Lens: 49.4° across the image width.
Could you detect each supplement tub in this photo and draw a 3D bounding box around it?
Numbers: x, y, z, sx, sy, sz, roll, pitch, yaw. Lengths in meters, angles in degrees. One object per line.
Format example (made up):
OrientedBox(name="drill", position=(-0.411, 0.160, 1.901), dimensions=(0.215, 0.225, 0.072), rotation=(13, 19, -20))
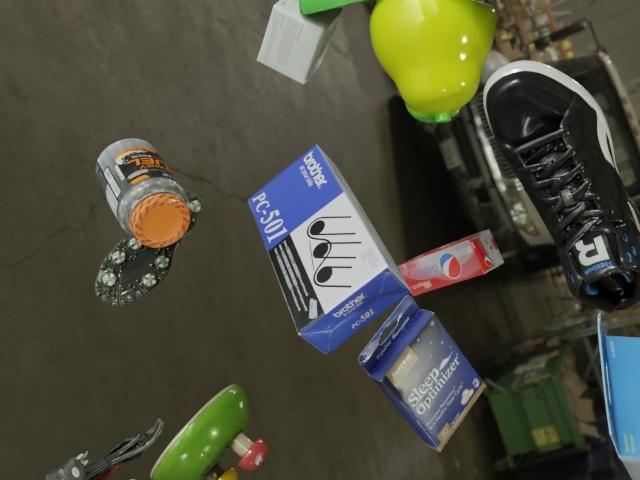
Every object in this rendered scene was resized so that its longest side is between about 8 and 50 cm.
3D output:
OrientedBox(name="supplement tub", position=(-0.289, -0.077, 1.140), dimensions=(0.190, 0.117, 0.117), rotation=(48, 2, 43))

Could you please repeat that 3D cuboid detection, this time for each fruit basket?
OrientedBox(name="fruit basket", position=(0.161, -0.372, 0.978), dimensions=(0.283, 0.392, 0.392), rotation=(-51, 121, -40))

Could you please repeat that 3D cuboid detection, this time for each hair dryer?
OrientedBox(name="hair dryer", position=(-0.364, 0.389, 1.036), dimensions=(0.080, 0.293, 0.223), rotation=(56, 24, 14))

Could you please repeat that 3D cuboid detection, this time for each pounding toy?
OrientedBox(name="pounding toy", position=(-0.163, 0.331, 1.014), dimensions=(0.110, 0.183, 0.237), rotation=(39, 54, 12))

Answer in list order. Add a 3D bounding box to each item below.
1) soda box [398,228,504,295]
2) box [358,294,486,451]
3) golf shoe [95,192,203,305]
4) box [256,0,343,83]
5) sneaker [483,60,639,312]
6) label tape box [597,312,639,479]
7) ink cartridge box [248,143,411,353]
OrientedBox(name="soda box", position=(0.312, 0.058, 1.697), dimensions=(0.083, 0.263, 0.092), rotation=(-24, 88, -36))
OrientedBox(name="box", position=(0.161, 0.207, 1.076), dimensions=(0.136, 0.036, 0.225), rotation=(-49, 118, -19))
OrientedBox(name="golf shoe", position=(-0.324, 0.020, 1.327), dimensions=(0.105, 0.120, 0.273), rotation=(40, 62, -8))
OrientedBox(name="box", position=(-0.032, -0.321, 1.086), dimensions=(0.087, 0.101, 0.102), rotation=(27, 42, 2))
OrientedBox(name="sneaker", position=(0.201, -0.032, 0.539), dimensions=(0.217, 0.079, 0.121), rotation=(47, 33, -25))
OrientedBox(name="label tape box", position=(0.597, 0.318, 1.230), dimensions=(0.348, 0.115, 0.249), rotation=(54, 34, -33))
OrientedBox(name="ink cartridge box", position=(0.000, 0.000, 0.667), dimensions=(0.046, 0.097, 0.207), rotation=(43, 13, -39))
